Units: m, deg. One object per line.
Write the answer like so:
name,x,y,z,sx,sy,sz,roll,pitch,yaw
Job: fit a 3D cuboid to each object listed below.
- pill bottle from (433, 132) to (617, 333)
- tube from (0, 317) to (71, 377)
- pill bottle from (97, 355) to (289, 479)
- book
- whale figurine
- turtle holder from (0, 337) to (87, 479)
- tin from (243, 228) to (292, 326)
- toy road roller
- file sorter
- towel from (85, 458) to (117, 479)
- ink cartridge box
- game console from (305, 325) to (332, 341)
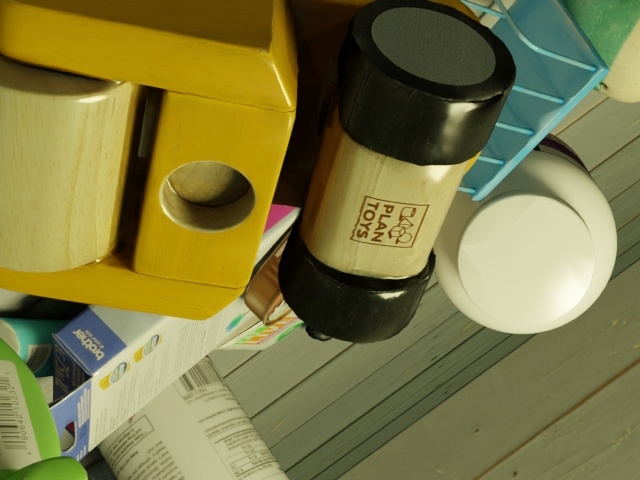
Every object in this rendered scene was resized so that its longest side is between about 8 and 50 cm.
pill bottle,0.203,-0.013,1.236,0.181,0.181,0.323,-40,-176,13
tube,-0.243,0.097,1.082,0.080,0.052,0.207,-35,167,10
pill bottle,-0.128,0.271,1.339,0.160,0.283,0.160,-32,162,-12
book,-0.066,0.096,1.430,0.096,0.035,0.144,-36,164,14
whale figurine,0.304,-0.261,1.083,0.272,0.141,0.216,-59,170,-4
turtle holder,-0.329,0.163,0.750,0.227,0.243,0.320,-47,171,31
tin,0.000,0.000,1.120,0.190,0.040,0.106,-50,164,11
toy road roller,-0.055,-0.096,0.736,0.329,0.241,0.202,8,133,-11
file sorter,0.134,-0.138,1.038,0.104,0.118,0.170,8,135,-41
towel,-0.264,0.345,1.458,0.285,0.209,0.034,-30,129,-14
ink cartridge box,-0.147,0.079,1.098,0.311,0.065,0.186,-42,166,-28
game console,0.138,0.022,1.592,0.361,0.044,0.213,-30,160,-19
